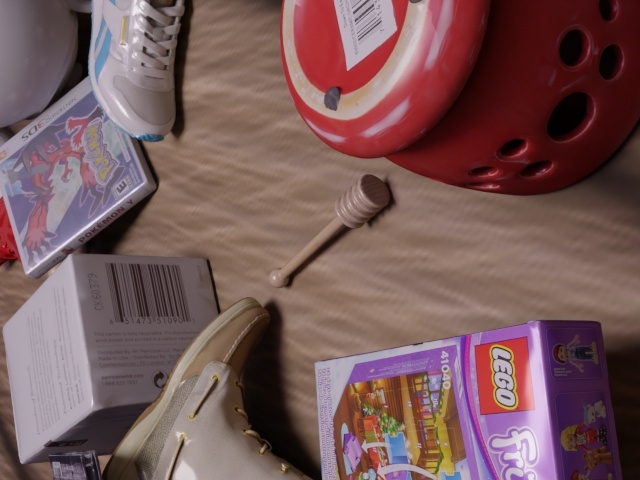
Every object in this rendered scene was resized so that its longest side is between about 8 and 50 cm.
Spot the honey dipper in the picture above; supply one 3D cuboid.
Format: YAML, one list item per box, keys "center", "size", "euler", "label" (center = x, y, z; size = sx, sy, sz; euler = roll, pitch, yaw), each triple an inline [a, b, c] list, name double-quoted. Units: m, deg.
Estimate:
- center: [0.000, 0.000, 0.784]
  size: [0.160, 0.030, 0.030]
  euler: [-43, 55, 43]
  label: "honey dipper"

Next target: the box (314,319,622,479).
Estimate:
- center: [0.086, 0.204, 0.549]
  size: [0.201, 0.057, 0.293]
  euler: [-19, 71, 51]
  label: "box"

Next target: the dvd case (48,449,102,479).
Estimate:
- center: [-0.186, 0.287, 0.790]
  size: [0.164, 0.018, 0.221]
  euler: [-27, 75, 62]
  label: "dvd case"

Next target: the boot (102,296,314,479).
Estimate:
- center: [-0.061, 0.165, 0.798]
  size: [0.165, 0.077, 0.213]
  euler: [27, 66, 19]
  label: "boot"

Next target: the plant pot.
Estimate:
- center: [0.080, -0.127, 0.580]
  size: [0.191, 0.174, 0.191]
  euler: [-5, 83, 54]
  label: "plant pot"

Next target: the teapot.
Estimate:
- center: [-0.378, -0.242, 1.158]
  size: [0.256, 0.187, 0.253]
  euler: [2, 76, 56]
  label: "teapot"

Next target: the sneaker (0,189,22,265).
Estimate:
- center: [-0.421, 0.006, 1.275]
  size: [0.221, 0.087, 0.128]
  euler: [-48, 50, 40]
  label: "sneaker"

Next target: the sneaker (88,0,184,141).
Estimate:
- center: [-0.190, -0.217, 0.998]
  size: [0.092, 0.087, 0.229]
  euler: [-24, 70, 46]
  label: "sneaker"

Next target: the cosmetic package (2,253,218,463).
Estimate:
- center: [-0.205, 0.119, 0.937]
  size: [0.183, 0.151, 0.152]
  euler: [-38, 59, 45]
  label: "cosmetic package"

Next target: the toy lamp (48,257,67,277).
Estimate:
- center: [-0.313, 0.046, 1.143]
  size: [0.080, 0.080, 0.275]
  euler: [-19, 74, 50]
  label: "toy lamp"

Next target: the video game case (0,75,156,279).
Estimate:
- center: [-0.294, -0.082, 1.103]
  size: [0.183, 0.023, 0.201]
  euler: [-36, 56, 11]
  label: "video game case"
